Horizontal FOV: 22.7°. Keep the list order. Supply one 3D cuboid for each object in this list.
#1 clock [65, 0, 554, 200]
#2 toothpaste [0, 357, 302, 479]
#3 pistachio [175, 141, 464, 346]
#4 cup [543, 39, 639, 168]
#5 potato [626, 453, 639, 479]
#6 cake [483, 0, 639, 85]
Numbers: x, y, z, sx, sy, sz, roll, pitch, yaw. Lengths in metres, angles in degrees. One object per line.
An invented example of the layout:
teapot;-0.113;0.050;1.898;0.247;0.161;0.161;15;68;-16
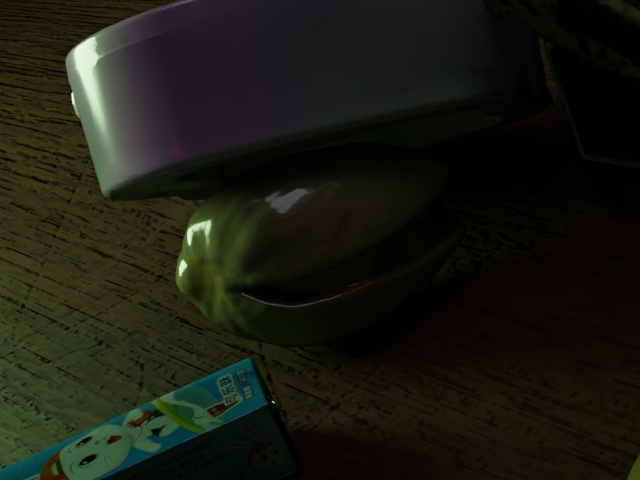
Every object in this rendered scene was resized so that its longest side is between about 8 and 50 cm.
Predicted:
clock;-0.012;-0.102;1.089;0.338;0.102;0.338;-14;-3;-1
toothpaste;-0.144;0.150;0.892;0.266;0.050;0.065;-24;27;-2
pistachio;0.000;0.000;0.999;0.185;0.124;0.124;-17;22;-12
cup;0.218;-0.148;1.104;0.148;0.134;0.236;-46;13;17
potato;0.256;0.070;0.608;0.296;0.141;0.191;-24;24;2
cake;0.219;-0.152;0.896;0.246;0.112;0.135;32;72;23
